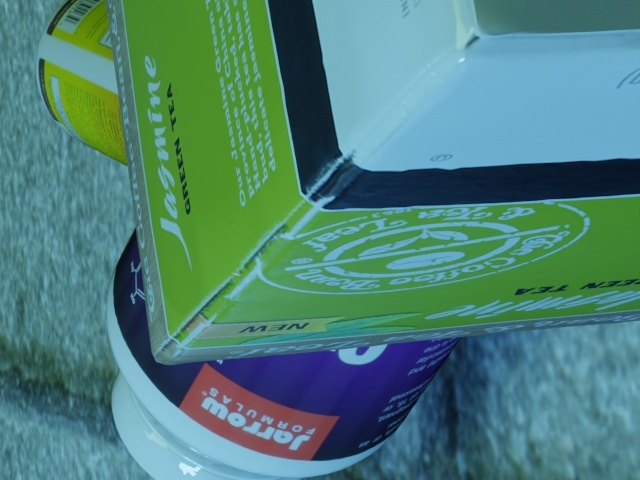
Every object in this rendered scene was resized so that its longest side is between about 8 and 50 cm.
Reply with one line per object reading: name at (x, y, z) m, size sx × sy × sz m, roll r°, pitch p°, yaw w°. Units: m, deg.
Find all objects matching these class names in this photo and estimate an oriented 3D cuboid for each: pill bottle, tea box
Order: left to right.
pill bottle at (-0.089, -0.095, 1.230) m, size 0.215 × 0.117 × 0.117 m, roll 27°, pitch 113°, yaw 56°
pill bottle at (0.000, 0.000, 1.023) m, size 0.323 × 0.182 × 0.181 m, roll -60°, pitch 42°, yaw 40°
tea box at (0.121, -0.109, 0.631) m, size 0.323 × 0.329 × 0.220 m, roll 136°, pitch 127°, yaw -68°
